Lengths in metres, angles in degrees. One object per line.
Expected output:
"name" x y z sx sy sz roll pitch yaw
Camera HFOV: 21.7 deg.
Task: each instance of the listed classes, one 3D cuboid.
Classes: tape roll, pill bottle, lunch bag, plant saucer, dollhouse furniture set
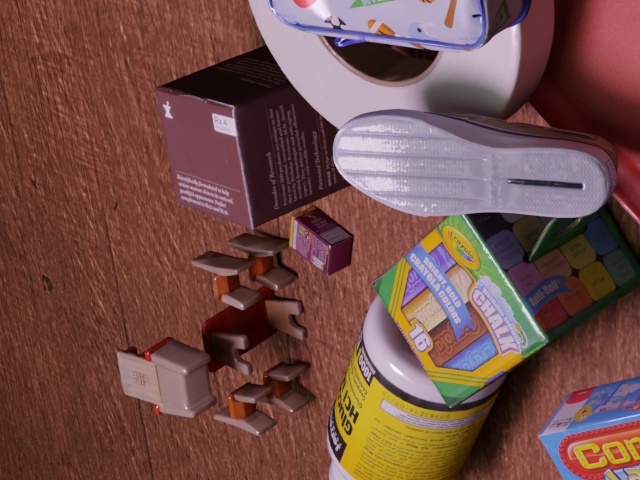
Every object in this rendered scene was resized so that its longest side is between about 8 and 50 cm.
"tape roll" 0.076 -0.278 1.833 0.392 0.072 0.392 26 134 30
"pill bottle" 0.113 0.215 2.132 0.188 0.188 0.334 46 142 25
"lunch bag" 0.063 -0.308 1.680 0.303 0.115 0.243 14 128 37
"plant saucer" 0.319 -0.186 1.722 0.259 0.048 0.258 51 144 20
"dollhouse furniture set" -0.148 0.147 2.382 0.135 0.259 0.262 13 120 38

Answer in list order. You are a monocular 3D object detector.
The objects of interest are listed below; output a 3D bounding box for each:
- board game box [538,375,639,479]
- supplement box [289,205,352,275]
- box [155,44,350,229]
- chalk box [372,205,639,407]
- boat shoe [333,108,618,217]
"board game box" 0.429 0.273 1.723 0.308 0.086 0.302 -20 106 43
"supplement box" 0.000 0.000 2.277 0.083 0.043 0.055 39 139 34
"box" -0.071 -0.139 2.142 0.168 0.203 0.167 20 127 47
"chalk box" 0.225 0.034 1.871 0.179 0.180 0.289 58 147 7
"boat shoe" 0.165 -0.080 1.762 0.302 0.094 0.109 10 110 17
